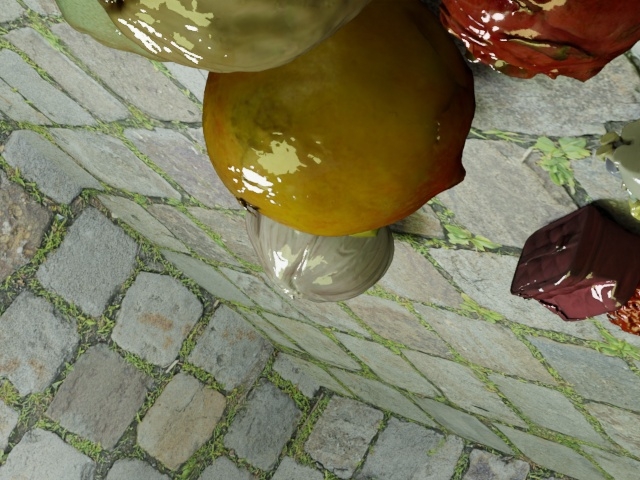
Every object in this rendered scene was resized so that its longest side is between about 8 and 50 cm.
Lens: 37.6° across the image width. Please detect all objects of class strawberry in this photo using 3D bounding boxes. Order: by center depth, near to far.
[{"bbox_3d":[0.559,0.123,1.574,0.188,0.082,0.121,33,160,6],"label":"strawberry"}]

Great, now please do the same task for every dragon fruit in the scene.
[{"bbox_3d":[0.220,-0.263,0.873,0.241,0.241,0.252,19,147,35],"label":"dragon fruit"}]

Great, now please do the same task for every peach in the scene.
[{"bbox_3d":[0.027,-0.174,1.258,0.373,0.372,0.290,26,177,19],"label":"peach"}]

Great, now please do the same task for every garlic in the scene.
[{"bbox_3d":[0.000,0.000,1.888,0.317,0.259,0.317,34,164,11],"label":"garlic"}]

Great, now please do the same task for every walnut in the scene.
[{"bbox_3d":[-0.083,-0.352,0.910,0.381,0.381,0.381,29,162,10],"label":"walnut"}]

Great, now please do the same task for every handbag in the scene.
[{"bbox_3d":[0.408,0.041,1.499,0.135,0.146,0.225,29,163,-9],"label":"handbag"}]

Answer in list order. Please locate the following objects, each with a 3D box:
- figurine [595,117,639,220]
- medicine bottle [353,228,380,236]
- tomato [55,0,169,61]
[{"bbox_3d":[0.465,-0.056,1.182,0.155,0.127,0.235,-12,139,40],"label":"figurine"},{"bbox_3d":[0.084,-0.117,1.463,0.124,0.238,0.124,26,162,9],"label":"medicine bottle"},{"bbox_3d":[-0.245,-0.385,1.292,0.304,0.239,0.303,28,158,12],"label":"tomato"}]
